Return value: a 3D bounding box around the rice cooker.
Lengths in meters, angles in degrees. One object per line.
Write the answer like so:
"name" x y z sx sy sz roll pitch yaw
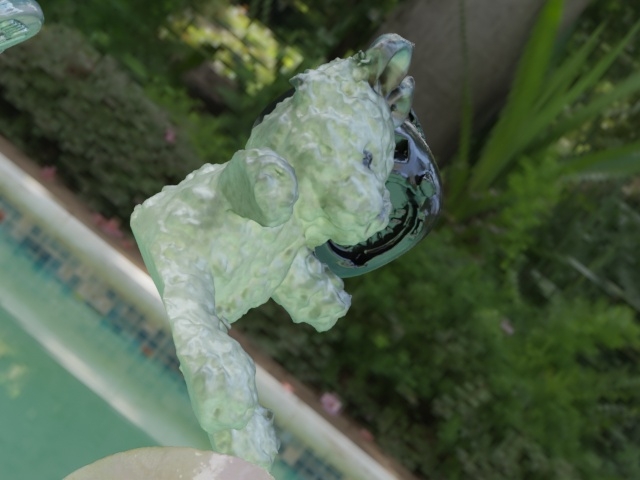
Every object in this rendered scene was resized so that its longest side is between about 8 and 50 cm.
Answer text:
"rice cooker" 0.039 -0.091 2.072 0.267 0.267 0.224 40 14 -37

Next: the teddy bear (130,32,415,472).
"teddy bear" 0.000 0.000 1.521 0.327 0.362 0.375 78 -11 -55

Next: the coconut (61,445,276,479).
"coconut" -0.119 0.278 1.113 0.259 0.259 0.259 39 -1 1

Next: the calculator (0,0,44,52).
"calculator" -0.425 -0.247 1.813 0.295 0.184 0.042 -179 -113 -79
